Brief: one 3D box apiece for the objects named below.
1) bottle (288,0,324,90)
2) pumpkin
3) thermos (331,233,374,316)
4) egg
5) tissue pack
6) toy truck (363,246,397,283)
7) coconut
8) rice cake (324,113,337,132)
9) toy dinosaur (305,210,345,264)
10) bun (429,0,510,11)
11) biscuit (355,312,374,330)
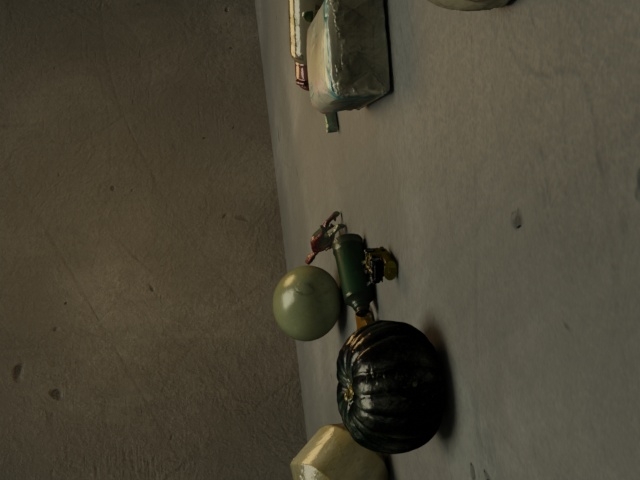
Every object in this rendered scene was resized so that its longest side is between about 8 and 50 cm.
[{"bbox_3d":[-0.017,-0.486,1.998,0.120,0.120,0.253,-110,17,-61],"label":"bottle"},{"bbox_3d":[0.114,0.239,1.365,0.220,0.161,0.221,174,90,-70],"label":"pumpkin"},{"bbox_3d":[0.081,0.079,1.840,0.073,0.083,0.188,59,-164,-56],"label":"thermos"},{"bbox_3d":[-0.037,0.172,2.249,0.253,0.186,0.187,95,167,-56],"label":"egg"},{"bbox_3d":[0.049,-0.359,1.617,0.271,0.124,0.202,-165,74,-82],"label":"tissue pack"},{"bbox_3d":[0.114,0.046,1.613,0.083,0.054,0.049,-116,23,-68],"label":"toy truck"},{"bbox_3d":[0.035,0.523,1.821,0.222,0.202,0.202,-47,-21,-32],"label":"coconut"},{"bbox_3d":[0.019,-0.350,2.114,0.029,0.033,0.171,95,167,-66],"label":"rice cake"},{"bbox_3d":[0.000,0.000,2.130,0.053,0.167,0.242,42,-173,5],"label":"toy dinosaur"},{"bbox_3d":[0.122,-0.385,0.928,0.263,0.175,0.263,175,90,-83],"label":"bun"},{"bbox_3d":[0.105,0.269,1.866,0.158,0.035,0.240,-108,16,-66],"label":"biscuit"}]
